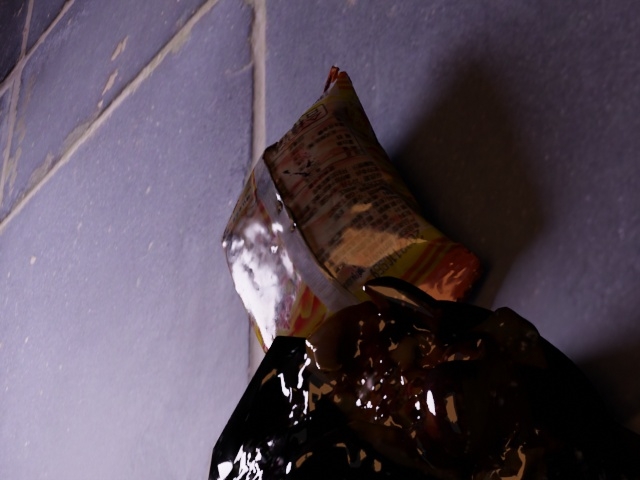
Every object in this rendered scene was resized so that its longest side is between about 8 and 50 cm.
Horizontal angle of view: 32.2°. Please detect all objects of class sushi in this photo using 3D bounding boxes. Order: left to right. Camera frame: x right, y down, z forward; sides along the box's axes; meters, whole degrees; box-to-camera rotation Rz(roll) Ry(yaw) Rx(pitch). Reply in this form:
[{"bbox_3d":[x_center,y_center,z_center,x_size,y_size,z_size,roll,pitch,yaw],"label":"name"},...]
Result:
[{"bbox_3d":[0.075,0.138,0.682,0.212,0.215,0.227,-59,11,5],"label":"sushi"}]

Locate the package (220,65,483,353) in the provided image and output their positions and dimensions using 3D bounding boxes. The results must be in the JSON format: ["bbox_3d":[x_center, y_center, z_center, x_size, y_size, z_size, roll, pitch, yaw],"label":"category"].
[{"bbox_3d":[-0.003,0.006,0.946,0.223,0.108,0.288,-54,37,24],"label":"package"}]
